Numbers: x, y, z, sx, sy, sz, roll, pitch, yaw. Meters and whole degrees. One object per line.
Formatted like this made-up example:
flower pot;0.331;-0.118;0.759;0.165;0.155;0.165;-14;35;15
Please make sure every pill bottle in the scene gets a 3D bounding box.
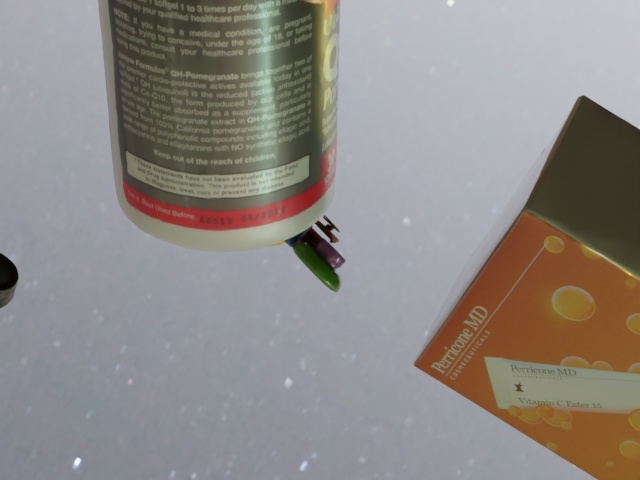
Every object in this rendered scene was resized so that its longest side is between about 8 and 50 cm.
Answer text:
pill bottle;-0.073;-0.166;0.943;0.176;0.318;0.176;1;-146;0

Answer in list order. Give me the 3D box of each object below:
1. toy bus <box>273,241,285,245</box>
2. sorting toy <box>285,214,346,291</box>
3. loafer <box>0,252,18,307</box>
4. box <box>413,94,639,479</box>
toy bus;-0.094;-0.131;1.247;0.149;0.211;0.220;2;-116;23
sorting toy;0.000;0.000;1.052;0.061;0.042;0.102;45;-178;-20
loafer;-0.272;-0.001;0.844;0.170;0.061;0.062;21;-138;-29
box;0.288;0.081;1.050;0.345;0.215;0.168;31;-135;3
